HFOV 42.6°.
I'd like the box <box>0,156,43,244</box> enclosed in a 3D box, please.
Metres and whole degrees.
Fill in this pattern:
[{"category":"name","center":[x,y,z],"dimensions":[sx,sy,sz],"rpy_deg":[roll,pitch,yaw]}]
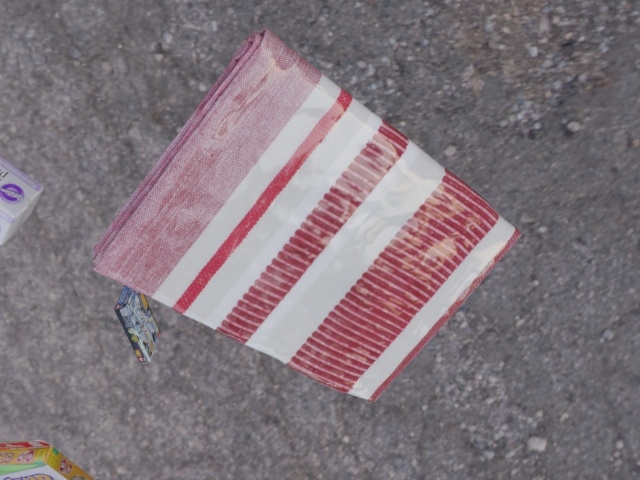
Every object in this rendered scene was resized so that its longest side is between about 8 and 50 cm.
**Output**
[{"category":"box","center":[-0.476,-0.122,0.939],"dimensions":[0.324,0.063,0.067],"rpy_deg":[37,136,-9]}]

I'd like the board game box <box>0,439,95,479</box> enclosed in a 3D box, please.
[{"category":"board game box","center":[-0.411,0.373,1.257],"dimensions":[0.124,0.039,0.259],"rpy_deg":[-7,138,17]}]

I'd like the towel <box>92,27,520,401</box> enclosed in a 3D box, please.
[{"category":"towel","center":[0.000,0.000,0.728],"dimensions":[0.237,0.329,0.037],"rpy_deg":[-50,32,12]}]

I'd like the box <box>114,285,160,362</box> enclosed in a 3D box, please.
[{"category":"box","center":[-0.358,0.158,1.613],"dimensions":[0.027,0.094,0.137],"rpy_deg":[-11,120,10]}]

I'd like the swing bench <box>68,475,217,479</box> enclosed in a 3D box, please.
[{"category":"swing bench","center":[-0.225,0.456,1.103],"dimensions":[0.253,0.165,0.255],"rpy_deg":[-9,122,30]}]
